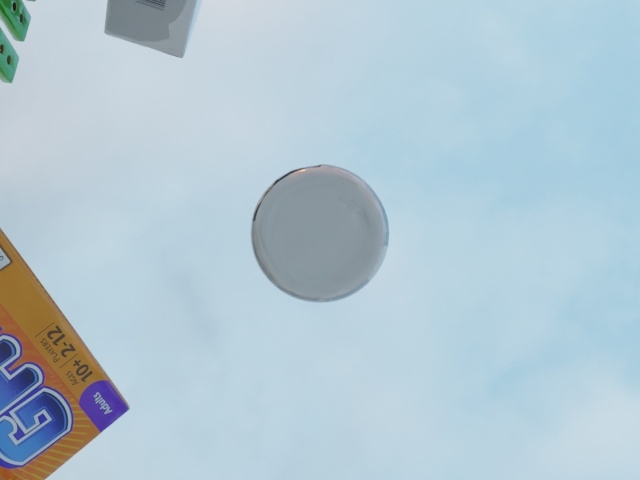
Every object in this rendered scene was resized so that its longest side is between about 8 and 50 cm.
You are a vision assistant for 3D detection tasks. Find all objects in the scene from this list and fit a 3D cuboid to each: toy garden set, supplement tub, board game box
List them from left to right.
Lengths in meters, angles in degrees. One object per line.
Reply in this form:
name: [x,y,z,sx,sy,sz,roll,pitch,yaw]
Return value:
board game box: [-0.546,0.147,0.937,0.356,0.356,0.356,27,-32,44]
toy garden set: [-0.432,-0.366,0.932,0.049,0.204,0.244,7,-108,-1]
supplement tub: [0.000,0.000,1.186,0.207,0.338,0.207,0,-94,1]

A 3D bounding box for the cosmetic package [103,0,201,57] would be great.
cosmetic package: [-0.240,-0.461,1.142,0.138,0.225,0.224,15,-39,-13]
